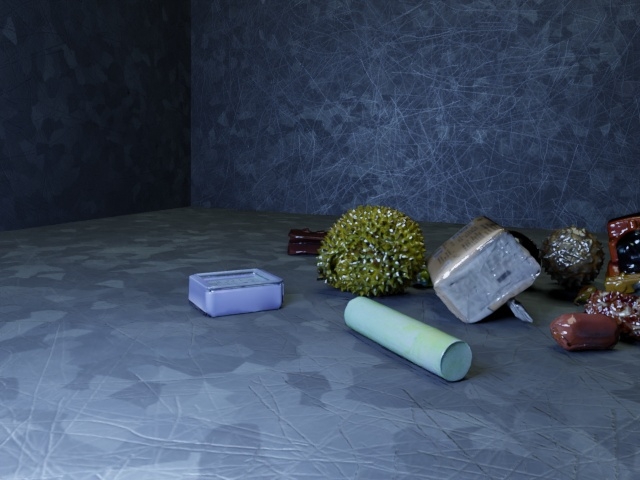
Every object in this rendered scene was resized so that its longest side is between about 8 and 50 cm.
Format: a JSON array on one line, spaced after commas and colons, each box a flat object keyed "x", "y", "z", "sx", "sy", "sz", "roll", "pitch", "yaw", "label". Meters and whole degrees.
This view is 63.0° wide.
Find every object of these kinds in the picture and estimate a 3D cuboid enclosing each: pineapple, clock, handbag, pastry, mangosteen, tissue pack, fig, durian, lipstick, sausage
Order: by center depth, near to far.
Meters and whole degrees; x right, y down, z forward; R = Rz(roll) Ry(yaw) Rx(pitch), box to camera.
[{"x": 0.147, "y": 0.172, "z": 0.972, "sx": 0.076, "sy": 0.076, "sz": 0.304, "roll": -2, "pitch": 9, "yaw": -28, "label": "lipstick"}, {"x": 0.520, "y": 0.178, "z": 1.026, "sx": 0.141, "sy": 0.076, "sz": 0.076, "roll": -1, "pitch": 9, "yaw": -13, "label": "sausage"}, {"x": 0.668, "y": 0.161, "z": 1.088, "sx": 0.209, "sy": 0.097, "sz": 0.115, "roll": 8, "pitch": 2, "yaw": 45, "label": "pastry"}, {"x": -0.200, "y": 0.120, "z": 1.240, "sx": 0.194, "sy": 0.073, "sz": 0.145, "roll": -3, "pitch": 11, "yaw": -31, "label": "clock"}, {"x": 0.407, "y": 0.090, "z": 1.283, "sx": 0.239, "sy": 0.238, "sz": 0.305, "roll": 3, "pitch": 8, "yaw": 8, "label": "tissue pack"}, {"x": 0.701, "y": 0.150, "z": 1.384, "sx": 0.083, "sy": 0.050, "sz": 0.050, "roll": -23, "pitch": 19, "yaw": -23, "label": "fig"}, {"x": 0.131, "y": 0.031, "z": 1.388, "sx": 0.293, "sy": 0.258, "sz": 0.258, "roll": 0, "pitch": 7, "yaw": 22, "label": "durian"}, {"x": 0.746, "y": 0.067, "z": 1.527, "sx": 0.175, "sy": 0.174, "sz": 0.361, "roll": 8, "pitch": -10, "yaw": 36, "label": "pineapple"}, {"x": 0.555, "y": 0.062, "z": 1.569, "sx": 0.200, "sy": 0.199, "sz": 0.200, "roll": 2, "pitch": 8, "yaw": 0, "label": "mangosteen"}, {"x": 0.000, "y": 0.002, "z": 2.061, "sx": 0.260, "sy": 0.084, "sz": 0.275, "roll": 1, "pitch": 8, "yaw": -3, "label": "handbag"}]

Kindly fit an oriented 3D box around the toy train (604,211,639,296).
[{"x": 0.808, "y": 0.052, "z": 1.323, "sx": 0.163, "sy": 0.231, "sz": 0.369, "roll": -13, "pitch": 0, "yaw": 31, "label": "toy train"}]

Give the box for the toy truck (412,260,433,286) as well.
[{"x": 0.313, "y": 0.105, "z": 1.509, "sx": 0.111, "sy": 0.076, "sz": 0.077, "roll": 0, "pitch": 28, "yaw": -8, "label": "toy truck"}]
